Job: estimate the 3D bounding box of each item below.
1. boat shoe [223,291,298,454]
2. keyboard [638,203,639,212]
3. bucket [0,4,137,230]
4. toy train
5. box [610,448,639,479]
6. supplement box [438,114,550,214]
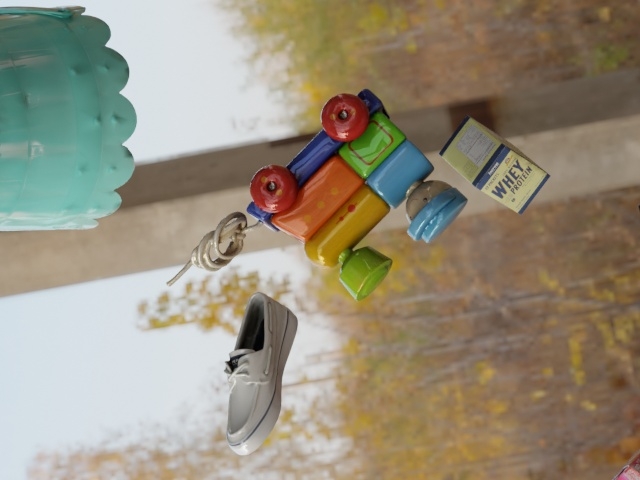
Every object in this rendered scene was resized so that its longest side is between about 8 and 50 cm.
[{"bbox_3d":[-0.106,0.194,2.039,0.084,0.095,0.258,41,-138,-32],"label":"boat shoe"},{"bbox_3d":[0.642,-0.079,2.028,0.201,0.317,0.033,52,-166,25],"label":"keyboard"},{"bbox_3d":[-0.363,-0.138,1.593,0.183,0.281,0.281,-9,-92,-43],"label":"bucket"},{"bbox_3d":[0.000,0.000,1.199,0.143,0.248,0.105,45,180,16],"label":"toy train"},{"bbox_3d":[0.594,0.457,2.233,0.128,0.257,0.122,-32,-20,-47],"label":"box"},{"bbox_3d":[0.193,-0.084,1.521,0.083,0.056,0.083,27,-166,-38],"label":"supplement box"}]
